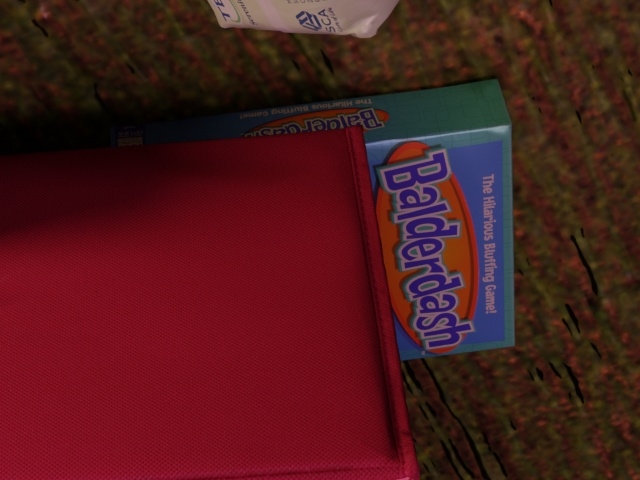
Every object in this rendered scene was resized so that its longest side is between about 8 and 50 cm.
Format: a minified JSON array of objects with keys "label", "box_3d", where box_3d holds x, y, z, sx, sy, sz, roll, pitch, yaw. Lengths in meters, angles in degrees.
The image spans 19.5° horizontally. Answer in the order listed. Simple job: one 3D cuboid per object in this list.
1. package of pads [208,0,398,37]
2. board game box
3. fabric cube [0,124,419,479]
[{"label":"package of pads","box_3d":[0.017,-0.256,0.684,0.101,0.296,0.229,9,142,40]},{"label":"board game box","box_3d":[0.000,0.000,1.022,0.210,0.047,0.160,-8,129,-2]},{"label":"fabric cube","box_3d":[-0.091,0.121,0.914,0.258,0.254,0.259,-4,129,-1]}]
